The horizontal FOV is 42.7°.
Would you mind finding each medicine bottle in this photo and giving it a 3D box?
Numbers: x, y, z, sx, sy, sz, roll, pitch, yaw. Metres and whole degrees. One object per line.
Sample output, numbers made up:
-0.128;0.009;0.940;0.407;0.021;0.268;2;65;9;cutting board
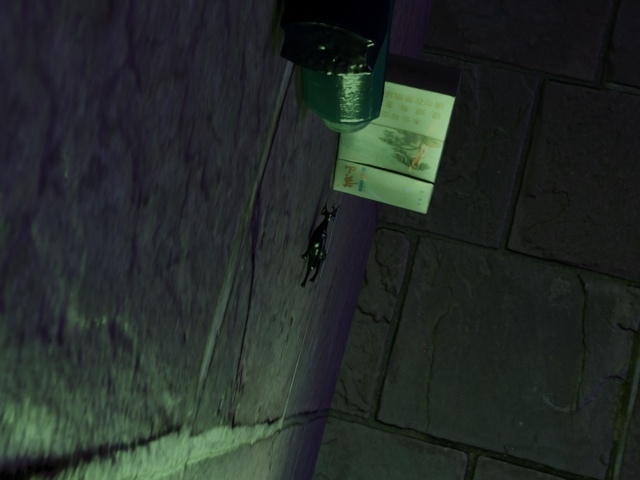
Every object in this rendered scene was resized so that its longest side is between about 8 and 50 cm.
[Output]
0.020;-0.163;0.719;0.258;0.079;0.124;84;17;-74;medicine bottle

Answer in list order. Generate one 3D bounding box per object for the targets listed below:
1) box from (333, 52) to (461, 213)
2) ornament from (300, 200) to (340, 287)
0.103;-0.150;1.157;0.233;0.149;0.067;96;13;-51;box
0.000;0.000;1.130;0.073;0.028;0.125;95;13;-52;ornament
